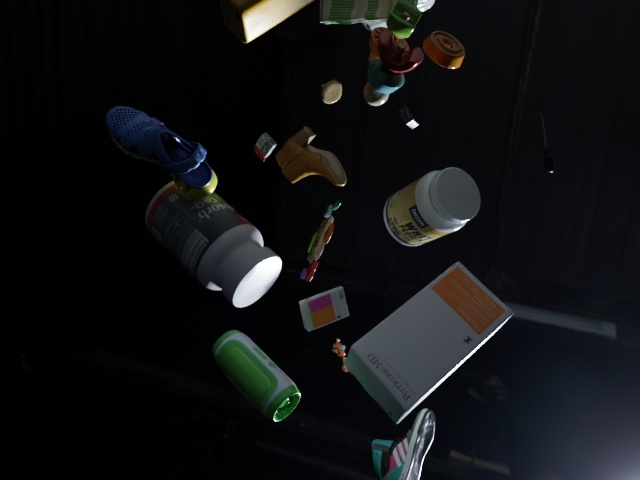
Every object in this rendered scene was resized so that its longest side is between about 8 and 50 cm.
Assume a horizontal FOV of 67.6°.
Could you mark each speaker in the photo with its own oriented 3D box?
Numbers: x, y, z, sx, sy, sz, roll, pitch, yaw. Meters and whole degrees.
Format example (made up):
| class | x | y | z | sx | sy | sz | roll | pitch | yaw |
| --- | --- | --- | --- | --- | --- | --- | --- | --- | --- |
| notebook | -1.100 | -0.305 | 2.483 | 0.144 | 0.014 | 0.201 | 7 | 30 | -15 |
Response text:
| class | x | y | z | sx | sy | sz | roll | pitch | yaw |
| --- | --- | --- | --- | --- | --- | --- | --- | --- | --- |
| speaker | -0.198 | 0.403 | 1.443 | 0.296 | 0.131 | 0.131 | 37 | -151 | 31 |

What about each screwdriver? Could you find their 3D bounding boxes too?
| class | x | y | z | sx | sy | sz | roll | pitch | yaw |
| --- | --- | --- | --- | --- | --- | --- | --- | --- | --- |
| screwdriver | 0.574 | -0.250 | 1.212 | 0.025 | 0.170 | 0.024 | -27 | -152 | -14 |

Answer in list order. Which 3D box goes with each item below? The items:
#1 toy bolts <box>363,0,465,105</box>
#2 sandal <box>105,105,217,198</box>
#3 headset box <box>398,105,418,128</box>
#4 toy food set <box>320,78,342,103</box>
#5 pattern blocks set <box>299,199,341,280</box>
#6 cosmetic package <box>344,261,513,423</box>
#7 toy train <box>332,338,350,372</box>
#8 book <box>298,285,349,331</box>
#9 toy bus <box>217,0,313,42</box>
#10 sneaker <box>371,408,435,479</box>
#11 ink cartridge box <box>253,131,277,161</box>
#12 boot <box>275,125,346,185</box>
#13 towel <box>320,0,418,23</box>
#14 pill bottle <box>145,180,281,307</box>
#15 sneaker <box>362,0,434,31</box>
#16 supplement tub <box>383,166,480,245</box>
| class | x | y | z | sx | sy | sz | roll | pitch | yaw |
| --- | --- | --- | --- | --- | --- | --- | --- | --- | --- |
| toy bolts | 0.191 | -0.399 | 1.100 | 0.218 | 0.158 | 0.228 | 32 | -128 | -2 |
| sandal | -0.394 | -0.242 | 1.197 | 0.317 | 0.126 | 0.138 | 32 | 156 | -3 |
| headset box | 0.314 | -0.438 | 1.703 | 0.032 | 0.062 | 0.083 | -31 | 165 | 22 |
| toy food set | 0.037 | -0.501 | 1.608 | 0.083 | 0.082 | 0.020 | -23 | -131 | -19 |
| pattern blocks set | 0.000 | 0.000 | 1.826 | 0.026 | 0.324 | 0.285 | 25 | 175 | -10 |
| cosmetic package | 0.318 | 0.289 | 1.407 | 0.453 | 0.161 | 0.230 | -34 | -114 | -22 |
| toy train | 0.096 | 0.427 | 1.718 | 0.046 | 0.125 | 0.166 | -23 | -168 | -29 |
| book | 0.012 | 0.209 | 1.469 | 0.144 | 0.096 | 0.035 | -17 | -167 | -19 |
| toy bus | -0.077 | -0.590 | 1.065 | 0.130 | 0.333 | 0.108 | 47 | 165 | 17 |
| sneaker | 0.272 | 0.703 | 1.644 | 0.178 | 0.295 | 0.124 | 9 | 159 | 44 |
| ink cartridge box | -0.220 | -0.353 | 1.833 | 0.029 | 0.063 | 0.115 | -42 | 180 | -45 |
| boot | -0.044 | -0.290 | 1.929 | 0.211 | 0.295 | 0.104 | -41 | 171 | 37 |
| towel | 0.127 | -0.730 | 1.319 | 0.325 | 0.247 | 0.038 | 17 | -154 | 38 |
| pill bottle | -0.289 | 0.004 | 1.304 | 0.363 | 0.210 | 0.210 | 39 | -152 | 22 |
| sneaker | 0.241 | -0.733 | 1.440 | 0.297 | 0.111 | 0.129 | -40 | 171 | -17 |
| supplement tub | 0.402 | -0.120 | 1.751 | 0.228 | 0.228 | 0.316 | -2 | 166 | -26 |
